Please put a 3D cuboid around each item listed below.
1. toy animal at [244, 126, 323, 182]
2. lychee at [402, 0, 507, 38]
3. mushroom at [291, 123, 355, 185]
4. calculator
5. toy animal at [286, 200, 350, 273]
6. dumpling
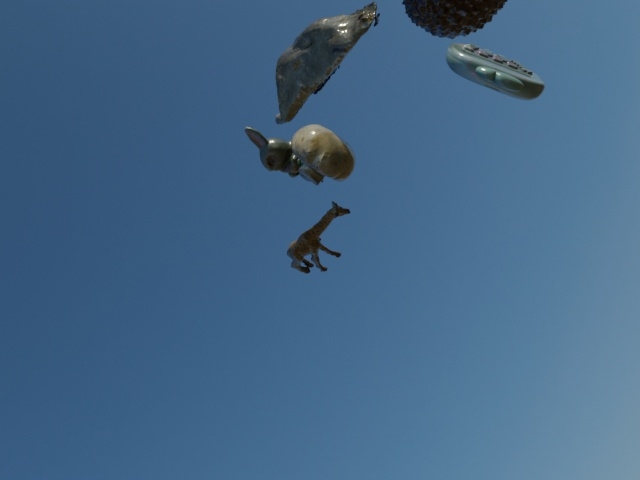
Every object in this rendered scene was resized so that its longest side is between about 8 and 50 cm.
[{"bbox_3d":[-0.100,-0.240,1.835,0.251,0.127,0.126,16,-109,-12],"label":"toy animal"},{"bbox_3d":[0.308,-0.582,1.438,0.267,0.267,0.268,-27,-50,-37],"label":"lychee"},{"bbox_3d":[0.003,-0.199,1.565,0.127,0.166,0.166,-58,-38,1],"label":"mushroom"},{"bbox_3d":[0.316,-0.311,1.208,0.299,0.185,0.041,-66,-3,-64],"label":"calculator"},{"bbox_3d":[-0.010,0.000,1.658,0.149,0.054,0.276,-4,-37,-8],"label":"toy animal"},{"bbox_3d":[-0.006,-0.369,1.266,0.086,0.332,0.166,25,-128,-26],"label":"dumpling"}]
